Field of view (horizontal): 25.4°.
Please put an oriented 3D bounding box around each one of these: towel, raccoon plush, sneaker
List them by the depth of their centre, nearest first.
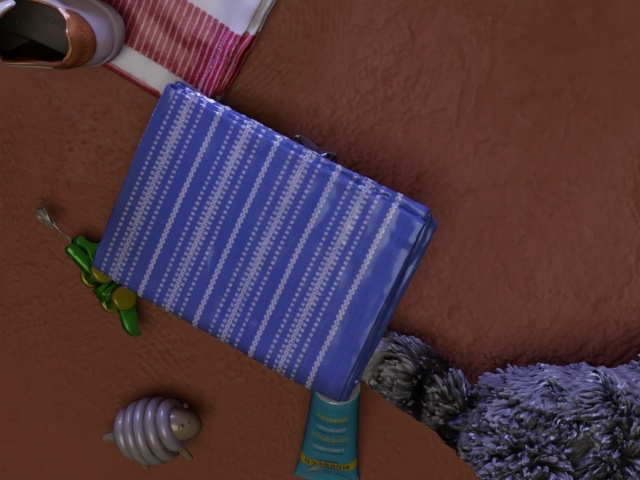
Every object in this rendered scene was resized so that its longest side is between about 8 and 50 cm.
[{"bbox_3d":[-0.362,-0.254,1.518,0.290,0.123,0.106,17,111,15],"label":"sneaker"},{"bbox_3d":[-0.148,-0.317,1.531,0.237,0.037,0.329,31,109,-2],"label":"towel"},{"bbox_3d":[0.273,0.144,1.546,0.446,0.216,0.299,34,98,-1],"label":"raccoon plush"},{"bbox_3d":[-0.066,0.001,1.549,0.336,0.040,0.243,28,105,12],"label":"towel"}]

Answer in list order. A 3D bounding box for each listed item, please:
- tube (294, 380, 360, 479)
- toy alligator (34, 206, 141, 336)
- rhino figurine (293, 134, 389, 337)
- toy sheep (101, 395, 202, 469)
[{"bbox_3d":[0.013,0.224,1.644,0.080,0.052,0.207,13,140,7],"label":"tube"},{"bbox_3d":[-0.255,0.026,1.648,0.051,0.056,0.190,-40,100,-26],"label":"toy alligator"},{"bbox_3d":[0.000,0.000,1.587,0.106,0.073,0.243,-13,91,5],"label":"rhino figurine"},{"bbox_3d":[-0.201,0.228,1.687,0.132,0.091,0.091,-16,105,17],"label":"toy sheep"}]
